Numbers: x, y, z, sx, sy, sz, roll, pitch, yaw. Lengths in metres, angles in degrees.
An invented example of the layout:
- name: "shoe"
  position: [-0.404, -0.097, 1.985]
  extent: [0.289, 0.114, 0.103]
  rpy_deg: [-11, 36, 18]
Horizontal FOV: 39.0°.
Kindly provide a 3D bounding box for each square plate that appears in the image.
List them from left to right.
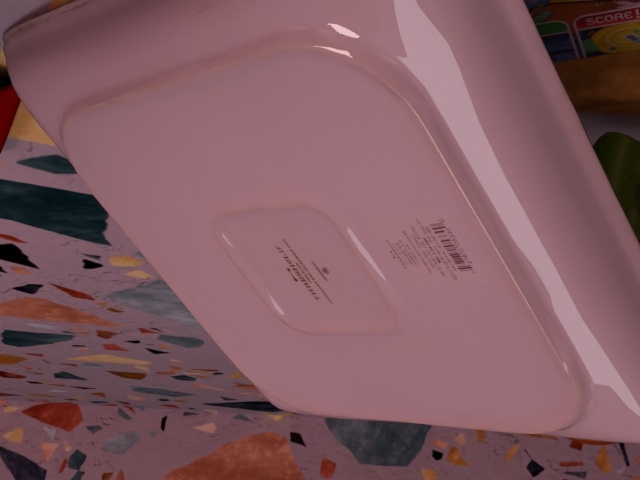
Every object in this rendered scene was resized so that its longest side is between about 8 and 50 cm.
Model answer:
- name: "square plate"
  position: [0.000, 0.000, 0.510]
  extent: [0.344, 0.049, 0.347]
  rpy_deg: [-5, 130, 45]

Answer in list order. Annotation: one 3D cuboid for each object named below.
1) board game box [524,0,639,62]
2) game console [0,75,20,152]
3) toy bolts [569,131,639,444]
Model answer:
- name: "board game box"
  position: [0.103, -0.131, 0.427]
  extent: [0.201, 0.035, 0.136]
  rpy_deg: [-5, 159, 23]
- name: "game console"
  position: [-0.289, -0.101, 0.632]
  extent: [0.124, 0.085, 0.144]
  rpy_deg: [-21, 175, -30]
- name: "toy bolts"
  position: [0.178, 0.024, 0.651]
  extent: [0.228, 0.218, 0.158]
  rpy_deg: [14, 175, 31]
